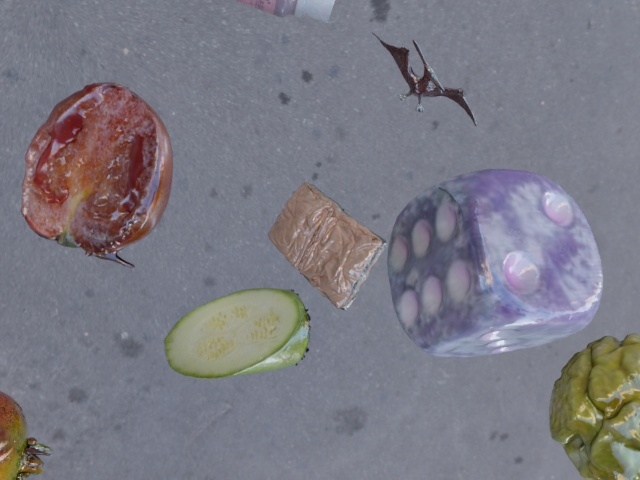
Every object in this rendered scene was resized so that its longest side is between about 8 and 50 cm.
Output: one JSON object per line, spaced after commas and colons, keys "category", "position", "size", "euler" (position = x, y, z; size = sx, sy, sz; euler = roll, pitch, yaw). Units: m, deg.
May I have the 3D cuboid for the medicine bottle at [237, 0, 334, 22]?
{"category": "medicine bottle", "position": [-0.086, -0.503, 1.101], "size": [0.246, 0.147, 0.147], "euler": [19, 103, -6]}

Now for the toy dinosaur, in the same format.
{"category": "toy dinosaur", "position": [0.161, -0.249, 0.919], "size": [0.220, 0.108, 0.032], "euler": [37, 72, -3]}

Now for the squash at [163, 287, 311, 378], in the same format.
{"category": "squash", "position": [-0.174, 0.193, 1.236], "size": [0.260, 0.189, 0.190], "euler": [5, 109, -36]}

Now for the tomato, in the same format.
{"category": "tomato", "position": [-0.354, -0.112, 1.011], "size": [0.309, 0.308, 0.170], "euler": [-60, 161, 7]}

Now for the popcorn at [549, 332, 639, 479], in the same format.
{"category": "popcorn", "position": [0.224, 0.131, 0.417], "size": [0.106, 0.116, 0.121], "euler": [-12, 114, -58]}

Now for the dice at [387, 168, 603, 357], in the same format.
{"category": "dice", "position": [0.294, 0.048, 1.022], "size": [0.271, 0.270, 0.270], "euler": [2, 67, -25]}

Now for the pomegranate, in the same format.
{"category": "pomegranate", "position": [-0.541, 0.326, 0.887], "size": [0.235, 0.210, 0.210], "euler": [25, 99, -19]}

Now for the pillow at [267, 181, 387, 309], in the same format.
{"category": "pillow", "position": [0.000, 0.000, 0.916], "size": [0.043, 0.232, 0.126], "euler": [23, 104, -46]}
